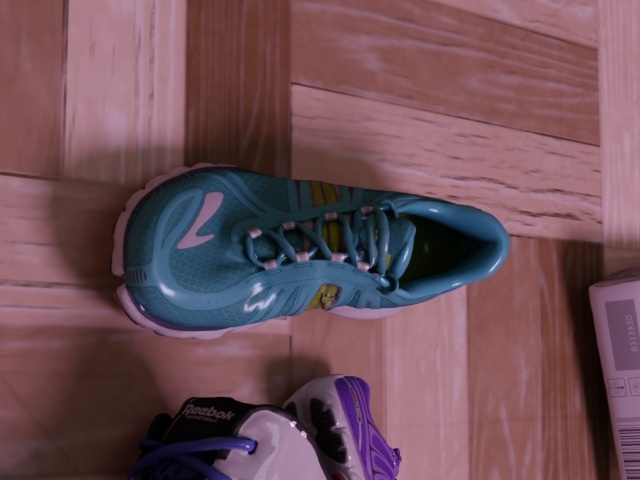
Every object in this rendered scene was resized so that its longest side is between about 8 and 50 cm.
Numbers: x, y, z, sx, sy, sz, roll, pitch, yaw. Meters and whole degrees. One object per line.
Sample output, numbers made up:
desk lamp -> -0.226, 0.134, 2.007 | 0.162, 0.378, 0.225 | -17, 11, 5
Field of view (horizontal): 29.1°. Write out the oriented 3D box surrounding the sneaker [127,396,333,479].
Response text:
sneaker -> -0.087, 0.177, 0.654 | 0.316, 0.127, 0.182 | 2, 80, -47

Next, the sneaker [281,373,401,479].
sneaker -> 0.032, 0.166, 0.785 | 0.071, 0.068, 0.169 | -16, 95, -46

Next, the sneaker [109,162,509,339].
sneaker -> 0.000, 0.000, 0.747 | 0.275, 0.110, 0.107 | -4, 87, -40

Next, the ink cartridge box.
ink cartridge box -> 0.299, 0.106, 1.045 | 0.225, 0.056, 0.181 | -14, 94, -59
